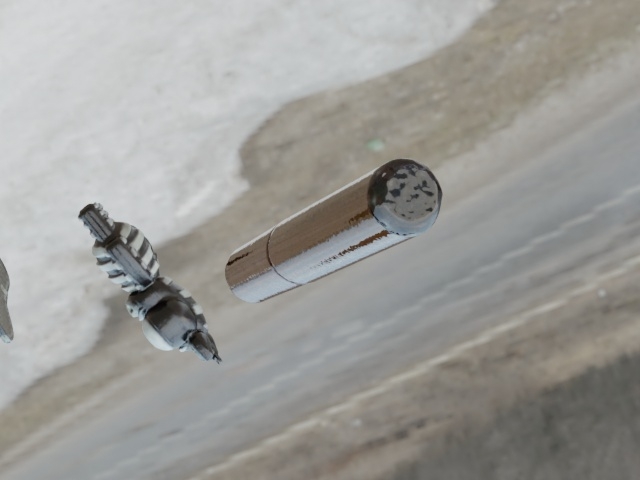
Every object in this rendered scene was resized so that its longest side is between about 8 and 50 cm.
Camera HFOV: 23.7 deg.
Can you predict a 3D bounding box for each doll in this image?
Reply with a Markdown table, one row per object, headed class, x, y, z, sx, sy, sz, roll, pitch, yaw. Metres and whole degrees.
| class | x | y | z | sx | sy | sz | roll | pitch | yaw |
| --- | --- | --- | --- | --- | --- | --- | --- | --- | --- |
| doll | -0.182 | 0.052 | 1.617 | 0.067 | 0.219 | 0.091 | -40 | -179 | -4 |

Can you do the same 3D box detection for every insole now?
| class | x | y | z | sx | sy | sz | roll | pitch | yaw |
| --- | --- | --- | --- | --- | --- | --- | --- | --- | --- |
| insole | -0.432 | 0.062 | 2.017 | 0.012 | 0.110 | 0.309 | -31 | -165 | -2 |

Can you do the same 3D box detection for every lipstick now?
| class | x | y | z | sx | sy | sz | roll | pitch | yaw |
| --- | --- | --- | --- | --- | --- | --- | --- | --- | --- |
| lipstick | 0.000 | 0.000 | 1.162 | 0.057 | 0.057 | 0.356 | -14 | 175 | -21 |
